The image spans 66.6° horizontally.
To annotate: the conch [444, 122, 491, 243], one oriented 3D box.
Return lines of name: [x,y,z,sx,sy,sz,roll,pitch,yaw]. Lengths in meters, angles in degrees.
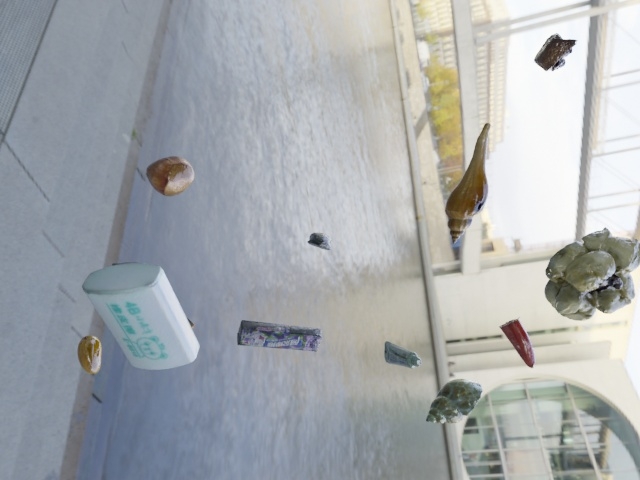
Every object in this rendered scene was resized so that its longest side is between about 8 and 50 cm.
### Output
conch: [0.412,-0.145,1.307,0.093,0.109,0.331,46,-58,57]

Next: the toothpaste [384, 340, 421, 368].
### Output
toothpaste: [0.231,0.333,1.404,0.255,0.037,0.068,151,-62,-75]

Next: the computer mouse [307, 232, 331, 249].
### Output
computer mouse: [0.000,0.000,1.549,0.135,0.079,0.047,125,-16,-84]

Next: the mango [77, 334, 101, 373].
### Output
mango: [-0.684,0.339,1.446,0.080,0.060,0.115,146,-64,-85]

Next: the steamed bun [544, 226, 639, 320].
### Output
steamed bun: [0.535,0.071,0.932,0.178,0.192,0.106,77,-13,-47]

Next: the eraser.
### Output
eraser: [-0.436,0.193,1.210,0.104,0.188,0.290,-91,170,-53]

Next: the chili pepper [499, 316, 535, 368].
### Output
chili pepper: [0.672,0.351,1.635,0.169,0.064,0.088,64,-15,11]

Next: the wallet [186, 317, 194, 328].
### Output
wallet: [-0.513,0.267,1.520,0.161,0.195,0.042,-42,140,-27]

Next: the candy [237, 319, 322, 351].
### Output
candy: [-0.151,0.356,1.806,0.061,0.311,0.088,-104,-155,-56]

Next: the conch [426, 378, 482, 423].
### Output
conch: [0.395,0.470,1.435,0.106,0.173,0.116,40,15,-16]

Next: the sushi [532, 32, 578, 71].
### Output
sushi: [0.359,-0.284,0.746,0.050,0.047,0.099,-60,175,19]

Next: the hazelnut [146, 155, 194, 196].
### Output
hazelnut: [-0.520,-0.232,1.681,0.150,0.150,0.151,-10,90,-76]
